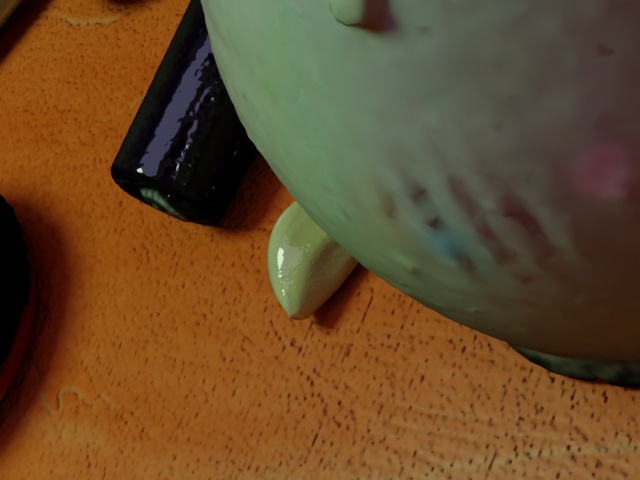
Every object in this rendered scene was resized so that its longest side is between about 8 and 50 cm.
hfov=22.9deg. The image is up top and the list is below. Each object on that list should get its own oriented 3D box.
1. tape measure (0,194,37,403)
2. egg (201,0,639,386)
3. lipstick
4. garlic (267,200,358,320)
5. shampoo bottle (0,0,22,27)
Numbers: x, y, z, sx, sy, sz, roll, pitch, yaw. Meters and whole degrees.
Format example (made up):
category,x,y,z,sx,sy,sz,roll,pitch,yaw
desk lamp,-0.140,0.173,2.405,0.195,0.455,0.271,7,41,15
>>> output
category,x,y,z,sx,sy,sz,roll,pitch,yaw
tape measure,-0.307,0.054,1.021,0.260,0.114,0.253,-48,45,3
egg,0.094,-0.155,0.678,0.355,0.340,0.354,-19,52,27
lipstick,-0.032,-0.150,0.956,0.081,0.081,0.299,16,75,43
garlic,0.001,0.001,0.864,0.083,0.041,0.053,-44,49,-3
shampoo bottle,-0.262,-0.213,1.184,0.359,0.078,0.134,-51,41,0
